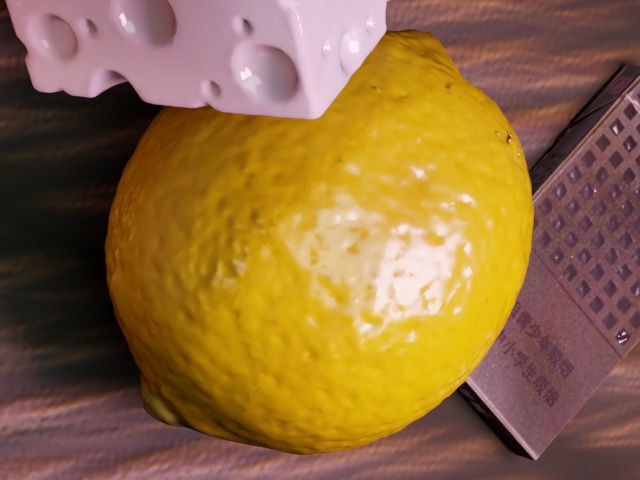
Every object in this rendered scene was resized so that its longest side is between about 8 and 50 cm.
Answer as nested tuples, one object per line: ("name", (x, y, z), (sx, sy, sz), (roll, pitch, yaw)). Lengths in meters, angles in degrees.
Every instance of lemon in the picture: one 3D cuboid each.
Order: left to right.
("lemon", (0.001, -0.001, 1.441), (0.336, 0.336, 0.336), (-2, 96, -26))

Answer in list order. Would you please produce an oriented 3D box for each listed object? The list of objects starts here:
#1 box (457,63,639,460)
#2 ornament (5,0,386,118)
("box", (0.234, 0.018, 1.704), (0.325, 0.047, 0.180), (-47, 112, -16))
("ornament", (-0.076, -0.255, 1.334), (0.239, 0.239, 0.240), (-56, 144, -44))
